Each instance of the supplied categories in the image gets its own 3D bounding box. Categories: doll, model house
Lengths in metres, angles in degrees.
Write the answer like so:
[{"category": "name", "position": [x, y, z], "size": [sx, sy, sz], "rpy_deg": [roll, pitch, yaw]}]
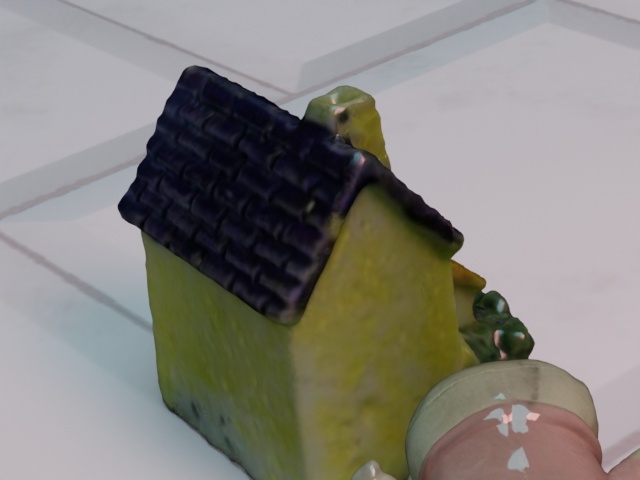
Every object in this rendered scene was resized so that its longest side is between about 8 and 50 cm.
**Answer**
[{"category": "doll", "position": [0.092, 0.142, 0.743], "size": [0.155, 0.113, 0.275], "rpy_deg": [-3, 27, -3]}, {"category": "model house", "position": [0.000, 0.000, 0.925], "size": [0.170, 0.211, 0.194], "rpy_deg": [-22, 31, -24]}]
